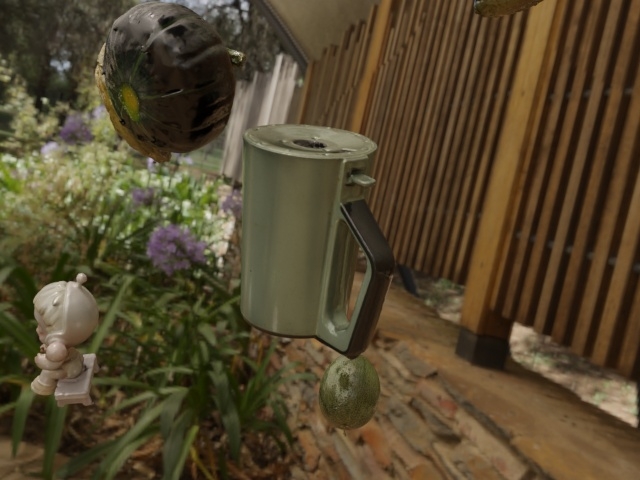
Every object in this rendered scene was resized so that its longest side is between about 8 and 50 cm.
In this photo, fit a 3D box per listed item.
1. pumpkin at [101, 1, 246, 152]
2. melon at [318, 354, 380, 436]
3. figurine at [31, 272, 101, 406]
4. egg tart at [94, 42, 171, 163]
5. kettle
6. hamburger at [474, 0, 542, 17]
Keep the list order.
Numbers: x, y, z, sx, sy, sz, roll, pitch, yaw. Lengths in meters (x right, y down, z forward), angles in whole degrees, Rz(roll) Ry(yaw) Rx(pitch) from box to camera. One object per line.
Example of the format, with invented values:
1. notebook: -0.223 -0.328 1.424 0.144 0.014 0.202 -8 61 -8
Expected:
1. pumpkin: -0.286 -0.340 1.449 0.295 0.296 0.296 13 4 -1
2. melon: 0.065 0.345 1.612 0.139 0.192 0.139 8 -32 5
3. figurine: -0.500 0.190 1.420 0.144 0.257 0.182 9 25 9
4. egg tart: -0.445 -0.368 1.854 0.149 0.352 0.352 -21 0 7
5. kettle: 0.000 0.000 1.363 0.250 0.377 0.361 -15 30 -43
6. hamburger: 0.279 -0.382 0.967 0.122 0.215 0.189 47 -38 -14
